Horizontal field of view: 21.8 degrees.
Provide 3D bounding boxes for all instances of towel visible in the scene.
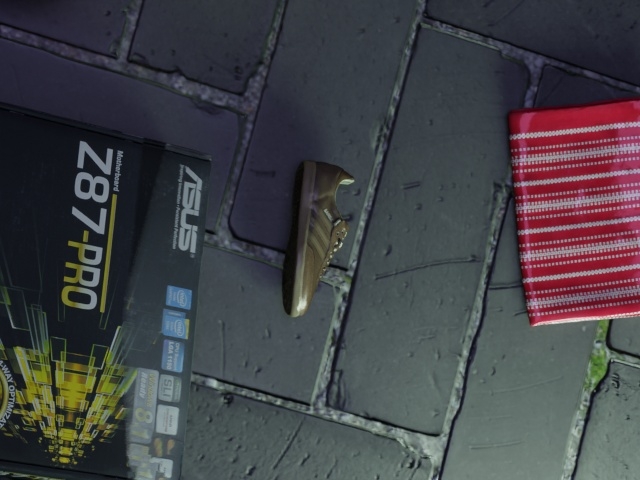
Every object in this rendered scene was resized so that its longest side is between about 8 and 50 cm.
[{"bbox_3d":[0.339,-0.038,2.078,0.198,0.031,0.275,-5,87,-13],"label":"towel"}]

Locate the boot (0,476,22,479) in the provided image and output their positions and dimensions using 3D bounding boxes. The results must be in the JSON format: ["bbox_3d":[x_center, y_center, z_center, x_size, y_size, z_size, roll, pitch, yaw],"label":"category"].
[{"bbox_3d":[-0.258,0.510,1.832,0.445,0.146,0.367,33,71,-12],"label":"boot"}]

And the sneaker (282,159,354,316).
[{"bbox_3d":[0.000,0.000,1.975,0.071,0.066,0.188,8,84,-14],"label":"sneaker"}]

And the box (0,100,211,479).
[{"bbox_3d":[-0.294,0.065,1.820,0.318,0.097,0.395,14,71,-28],"label":"box"}]
